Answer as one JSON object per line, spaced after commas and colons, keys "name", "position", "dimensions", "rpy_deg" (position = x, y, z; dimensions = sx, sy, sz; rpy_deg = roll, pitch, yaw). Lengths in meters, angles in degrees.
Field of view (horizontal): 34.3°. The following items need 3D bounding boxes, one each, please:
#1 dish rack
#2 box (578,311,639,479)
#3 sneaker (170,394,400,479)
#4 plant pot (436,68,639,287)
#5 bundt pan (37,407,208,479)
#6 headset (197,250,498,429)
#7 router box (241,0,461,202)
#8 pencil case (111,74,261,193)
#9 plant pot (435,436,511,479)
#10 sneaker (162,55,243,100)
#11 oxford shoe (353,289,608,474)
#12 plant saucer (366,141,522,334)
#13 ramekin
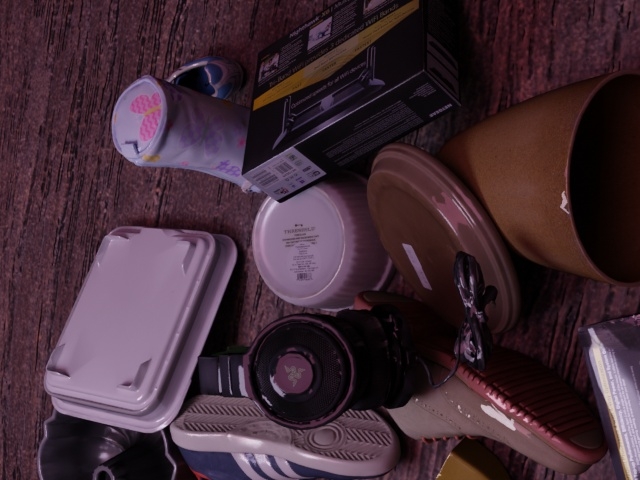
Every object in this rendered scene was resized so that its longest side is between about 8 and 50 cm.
{"name": "dish rack", "position": [-0.296, 0.118, 1.618], "dimensions": [0.286, 0.072, 0.332], "rpy_deg": [4, 64, 37]}
{"name": "box", "position": [0.484, 0.249, 1.121], "dimensions": [0.318, 0.097, 0.394], "rpy_deg": [-19, 80, 33]}
{"name": "sneaker", "position": [-0.044, 0.315, 1.507], "dimensions": [0.350, 0.131, 0.148], "rpy_deg": [4, 124, 26]}
{"name": "plant pot", "position": [0.263, -0.069, 1.221], "dimensions": [0.254, 0.237, 0.237], "rpy_deg": [2, 92, 51]}
{"name": "bundt pan", "position": [-0.308, 0.382, 1.685], "dimensions": [0.331, 0.124, 0.330], "rpy_deg": [0, 91, 35]}
{"name": "headset", "position": [0.027, 0.118, 1.224], "dimensions": [0.394, 0.243, 0.185], "rpy_deg": [-6, 87, 40]}
{"name": "router box", "position": [0.039, -0.218, 1.382], "dimensions": [0.309, 0.081, 0.242], "rpy_deg": [-26, 44, 34]}
{"name": "pencil case", "position": [-0.167, -0.148, 1.488], "dimensions": [0.114, 0.273, 0.124], "rpy_deg": [25, 98, 40]}
{"name": "plant pot", "position": [0.198, 0.315, 1.343], "dimensions": [0.083, 0.081, 0.081], "rpy_deg": [29, 108, 18]}
{"name": "sneaker", "position": [-0.228, -0.232, 1.644], "dimensions": [0.237, 0.086, 0.085], "rpy_deg": [-20, 80, 36]}
{"name": "oxford shoe", "position": [0.185, 0.203, 1.323], "dimensions": [0.397, 0.141, 0.146], "rpy_deg": [31, 112, 43]}
{"name": "plant saucer", "position": [0.143, 0.006, 1.291], "dimensions": [0.278, 0.041, 0.278], "rpy_deg": [50, 162, 23]}
{"name": "ramekin", "position": [0.000, 0.000, 1.464], "dimensions": [0.207, 0.109, 0.207], "rpy_deg": [0, 91, 36]}
